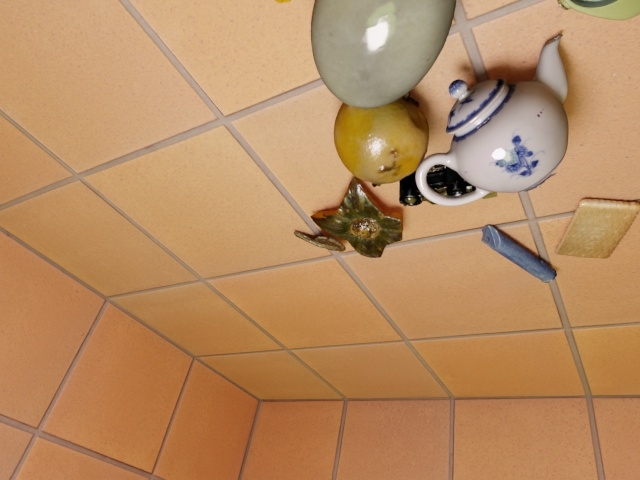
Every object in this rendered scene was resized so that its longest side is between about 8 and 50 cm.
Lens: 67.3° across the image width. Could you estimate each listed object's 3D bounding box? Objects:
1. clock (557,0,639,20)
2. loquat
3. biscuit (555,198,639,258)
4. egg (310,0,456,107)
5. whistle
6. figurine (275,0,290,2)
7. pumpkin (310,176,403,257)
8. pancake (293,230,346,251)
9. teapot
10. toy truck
[{"bbox_3d":[0.485,-0.492,0.844,0.232,0.069,0.170,11,144,4],"label":"clock"},{"bbox_3d":[0.145,-0.258,1.143,0.244,0.243,0.243,8,144,6],"label":"loquat"},{"bbox_3d":[0.797,-0.031,1.395,0.160,0.030,0.249,4,143,11],"label":"biscuit"},{"bbox_3d":[0.112,-0.414,0.907,0.259,0.258,0.352,19,143,-8],"label":"egg"},{"bbox_3d":[0.626,0.045,1.523,0.304,0.062,0.062,29,141,-21],"label":"whistle"},{"bbox_3d":[-0.056,-0.546,0.755,0.320,0.196,0.323,50,128,21],"label":"figurine"},{"bbox_3d":[0.140,-0.051,1.516,0.290,0.095,0.258,32,143,-19],"label":"pumpkin"},{"bbox_3d":[0.000,0.000,1.631,0.184,0.020,0.190,23,168,-6],"label":"pancake"},{"bbox_3d":[0.384,-0.247,1.056,0.280,0.252,0.424,41,108,-11],"label":"teapot"},{"bbox_3d":[0.342,-0.156,1.298,0.257,0.127,0.127,-6,154,25],"label":"toy truck"}]
